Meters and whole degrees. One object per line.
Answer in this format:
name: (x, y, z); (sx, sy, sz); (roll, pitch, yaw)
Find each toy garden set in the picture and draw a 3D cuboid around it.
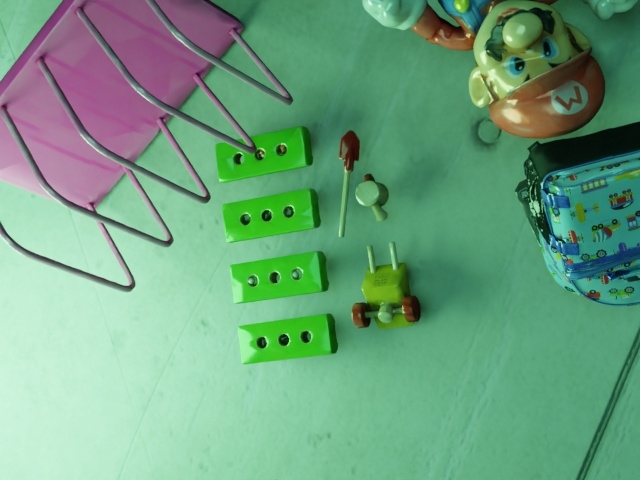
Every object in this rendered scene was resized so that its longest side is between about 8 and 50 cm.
toy garden set: (0.000, 0.000, 1.296); (0.204, 0.049, 0.244); (-9, 84, 23)

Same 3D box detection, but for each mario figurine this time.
mario figurine: (0.170, -0.244, 1.162); (0.198, 0.170, 0.320); (-44, 65, 41)

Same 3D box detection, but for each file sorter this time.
file sorter: (-0.202, -0.116, 1.268); (0.290, 0.202, 0.182); (-48, 52, 14)

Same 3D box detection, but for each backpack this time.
backpack: (0.278, -0.011, 1.115); (0.158, 0.117, 0.173); (-12, 115, 4)

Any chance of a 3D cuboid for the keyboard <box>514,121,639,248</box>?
keyboard: (0.292, -0.047, 1.191); (0.180, 0.023, 0.108); (-28, 79, 20)
